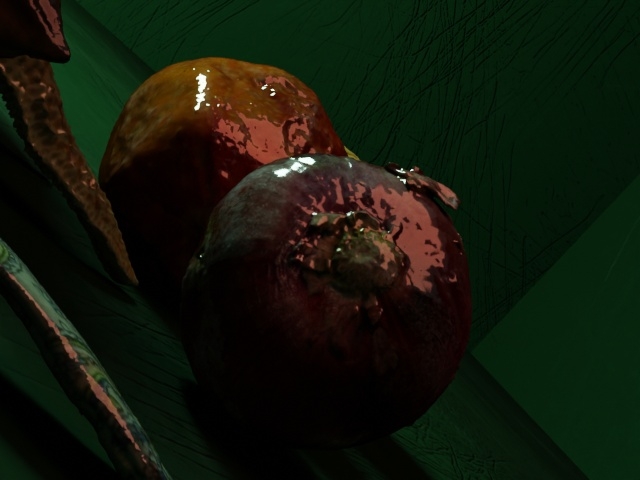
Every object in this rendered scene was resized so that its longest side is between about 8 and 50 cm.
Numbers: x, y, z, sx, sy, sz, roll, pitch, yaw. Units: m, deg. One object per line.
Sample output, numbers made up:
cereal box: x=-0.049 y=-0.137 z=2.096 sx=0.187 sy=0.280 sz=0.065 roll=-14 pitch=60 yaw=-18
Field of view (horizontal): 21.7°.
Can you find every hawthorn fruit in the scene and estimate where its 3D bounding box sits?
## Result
hawthorn fruit: x=-0.062 y=-0.041 z=1.088 sx=0.173 sy=0.173 sz=0.179 roll=44 pitch=9 yaw=19

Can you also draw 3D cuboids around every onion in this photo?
onion: x=-0.006 y=0.046 z=0.893 sx=0.159 sy=0.159 sz=0.195 roll=43 pitch=-32 yaw=7

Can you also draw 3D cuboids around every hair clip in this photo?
hair clip: x=-0.121 y=0.020 z=0.610 sx=0.229 sy=0.036 sz=0.066 roll=44 pitch=-3 yaw=8

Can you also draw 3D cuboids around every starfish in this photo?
starfish: x=-0.214 y=-0.140 z=0.926 sx=0.347 sy=0.078 sz=0.358 roll=45 pitch=-4 yaw=20

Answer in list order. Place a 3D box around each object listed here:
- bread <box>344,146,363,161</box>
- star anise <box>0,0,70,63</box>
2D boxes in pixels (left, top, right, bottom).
bread: x=-0.004 y=0.001 z=1.280 sx=0.240 sy=0.139 sz=0.240 roll=45 pitch=-7 yaw=7
star anise: x=-0.200 y=-0.104 z=0.598 sx=0.212 sy=0.111 sz=0.196 roll=10 pitch=-10 yaw=-18
